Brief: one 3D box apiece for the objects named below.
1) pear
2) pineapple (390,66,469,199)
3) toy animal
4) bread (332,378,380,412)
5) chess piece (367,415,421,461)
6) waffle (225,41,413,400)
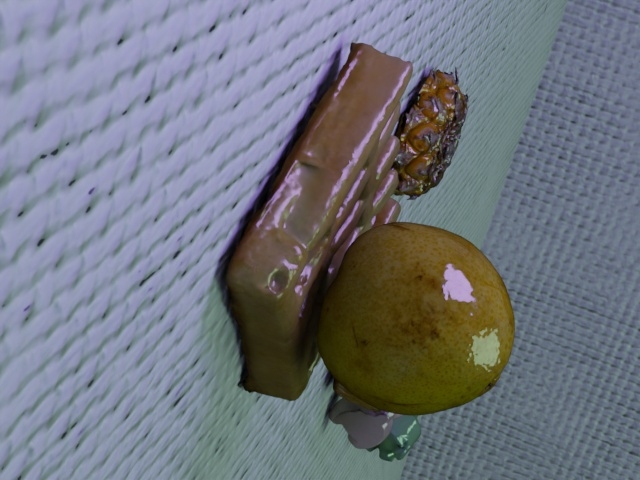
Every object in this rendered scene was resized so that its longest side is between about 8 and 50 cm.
[{"bbox_3d":[0.105,0.087,1.290,0.209,0.209,0.209,22,90,-78],"label":"pear"},{"bbox_3d":[0.159,-0.147,1.774,0.225,0.076,0.225,23,90,-80],"label":"pineapple"},{"bbox_3d":[0.096,0.250,2.121,0.124,0.124,0.212,100,11,-45],"label":"toy animal"},{"bbox_3d":[0.089,0.168,1.954,0.199,0.104,0.199,23,90,-83],"label":"bread"},{"bbox_3d":[0.195,0.304,2.510,0.299,0.194,0.194,-49,159,-34],"label":"chess piece"},{"bbox_3d":[-0.001,0.000,1.325,0.348,0.077,0.304,86,29,-64],"label":"waffle"}]
